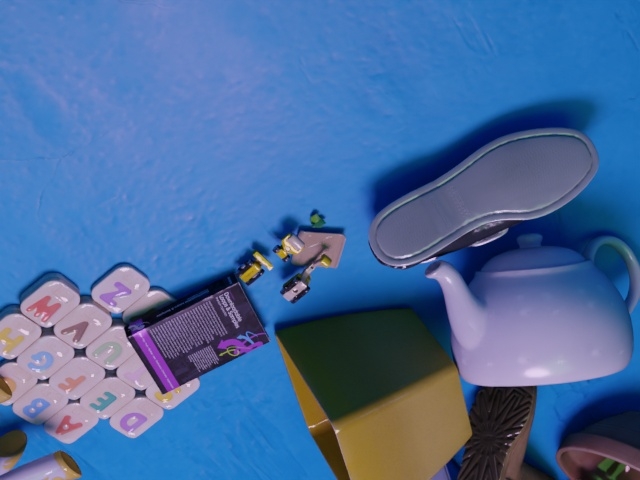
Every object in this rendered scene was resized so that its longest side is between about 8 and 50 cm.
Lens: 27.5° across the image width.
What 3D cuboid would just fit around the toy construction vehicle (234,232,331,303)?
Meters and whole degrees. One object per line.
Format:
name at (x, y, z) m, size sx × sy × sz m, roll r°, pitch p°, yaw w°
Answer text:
toy construction vehicle at (-0.046, 0.032, 1.678) m, size 0.086 × 0.035 × 0.098 m, roll 40°, pitch 115°, yaw -18°

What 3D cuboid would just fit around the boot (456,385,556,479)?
boot at (0.297, 0.336, 1.956) m, size 0.269 × 0.089 × 0.236 m, roll 39°, pitch 71°, yaw -53°

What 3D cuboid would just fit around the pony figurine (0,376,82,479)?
pony figurine at (-0.540, 0.313, 1.649) m, size 0.363 × 0.303 × 0.351 m, roll -36°, pitch 139°, yaw 1°

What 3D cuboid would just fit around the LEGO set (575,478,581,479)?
LEGO set at (0.418, 0.450, 2.015) m, size 0.132 × 0.107 × 0.287 m, roll 32°, pitch 159°, yaw 0°

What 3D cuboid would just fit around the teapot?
teapot at (0.288, 0.083, 1.710) m, size 0.253 × 0.256 × 0.187 m, roll -5°, pitch 90°, yaw 16°

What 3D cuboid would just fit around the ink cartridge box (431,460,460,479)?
ink cartridge box at (0.174, 0.491, 2.026) m, size 0.223 × 0.129 × 0.307 m, roll -32°, pitch 128°, yaw 11°

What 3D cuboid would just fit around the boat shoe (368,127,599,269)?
boat shoe at (0.200, -0.055, 1.644) m, size 0.303 × 0.091 × 0.114 m, roll -20°, pitch 85°, yaw 3°

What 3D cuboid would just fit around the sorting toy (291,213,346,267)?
sorting toy at (0.000, 0.000, 1.682) m, size 0.062 × 0.012 × 0.083 m, roll 7°, pitch 128°, yaw -13°

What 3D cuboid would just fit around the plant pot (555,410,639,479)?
plant pot at (0.482, 0.331, 1.961) m, size 0.237 × 0.237 × 0.109 m, roll 46°, pitch 66°, yaw -36°

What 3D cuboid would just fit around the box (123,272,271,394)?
box at (-0.160, 0.122, 1.713) m, size 0.162 × 0.029 × 0.116 m, roll -25°, pitch 127°, yaw -1°

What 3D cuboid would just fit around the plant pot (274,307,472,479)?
plant pot at (0.082, 0.214, 1.755) m, size 0.187 × 0.212 × 0.212 m, roll -24°, pitch 129°, yaw -9°

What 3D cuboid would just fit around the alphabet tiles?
alphabet tiles at (-0.297, 0.157, 1.724) m, size 0.278 × 0.021 × 0.284 m, roll -38°, pitch 127°, yaw 16°
